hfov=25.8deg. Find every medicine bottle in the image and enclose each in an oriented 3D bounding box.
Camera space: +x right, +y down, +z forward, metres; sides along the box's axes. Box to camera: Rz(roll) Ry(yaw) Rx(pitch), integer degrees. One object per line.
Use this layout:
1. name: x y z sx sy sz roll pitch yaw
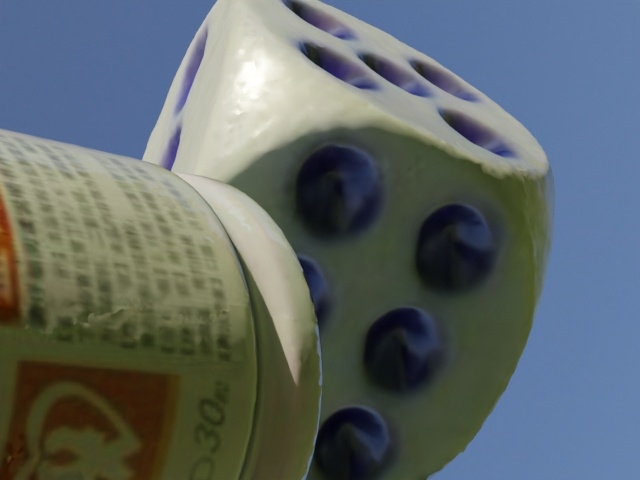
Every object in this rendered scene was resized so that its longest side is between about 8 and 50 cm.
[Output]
1. medicine bottle: -0.174 0.048 0.534 0.315 0.202 0.202 11 -92 -45

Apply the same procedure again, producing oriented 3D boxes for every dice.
1. dice: 0.000 0.000 0.931 0.243 0.251 0.259 22 -71 -16
